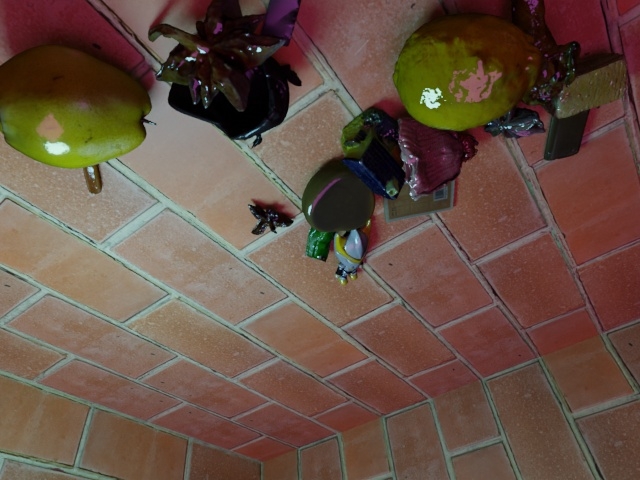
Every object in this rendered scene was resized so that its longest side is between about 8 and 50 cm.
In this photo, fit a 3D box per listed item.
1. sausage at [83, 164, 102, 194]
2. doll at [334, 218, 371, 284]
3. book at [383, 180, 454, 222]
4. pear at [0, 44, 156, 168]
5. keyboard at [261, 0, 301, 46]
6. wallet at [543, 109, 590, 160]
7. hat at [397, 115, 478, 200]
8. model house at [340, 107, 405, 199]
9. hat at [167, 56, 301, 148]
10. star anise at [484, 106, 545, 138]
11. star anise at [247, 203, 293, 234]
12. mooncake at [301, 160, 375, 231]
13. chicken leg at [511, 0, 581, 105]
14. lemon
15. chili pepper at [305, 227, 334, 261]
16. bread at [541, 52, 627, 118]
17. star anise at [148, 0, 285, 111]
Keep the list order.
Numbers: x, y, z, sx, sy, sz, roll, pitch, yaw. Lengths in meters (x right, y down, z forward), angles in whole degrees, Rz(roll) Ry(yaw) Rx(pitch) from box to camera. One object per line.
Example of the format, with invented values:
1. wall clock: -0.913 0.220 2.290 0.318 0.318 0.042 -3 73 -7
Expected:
1. sausage: -0.682 -0.193 1.334 0.041 0.039 0.131 -2 136 -16
2. doll: 0.110 0.048 1.638 0.145 0.103 0.316 -5 141 -8
3. book: 0.336 -0.148 1.528 0.241 0.018 0.170 -11 134 2
4. pear: -0.588 -0.318 1.068 0.336 0.285 0.285 -20 136 -8
5. keyboard: -0.085 -0.566 1.060 0.074 0.015 0.196 12 132 -13
6. wallet: 0.762 -0.341 1.383 0.110 0.031 0.198 -12 136 4
7. hat: 0.345 -0.261 1.317 0.286 0.107 0.237 -18 103 -25
8. model house: 0.169 -0.241 1.281 0.170 0.211 0.194 -31 130 24
9. hat: -0.206 -0.373 1.153 0.336 0.209 0.238 19 96 19
10. star anise: 0.538 -0.340 1.258 0.196 0.073 0.212 22 178 13
11. star anise: -0.168 -0.043 1.484 0.158 0.144 0.140 -9 143 1
12. mooncake: 0.056 -0.141 1.424 0.234 0.117 0.235 -8 124 -12
13. chicken leg: 0.533 -0.482 1.087 0.140 0.211 0.361 -41 137 -12
14. lemon: 0.341 -0.401 1.078 0.316 0.285 0.285 38 133 17
15. chili pepper: 0.001 -0.001 1.596 0.098 0.061 0.224 29 140 7
16. bread: 0.730 -0.432 1.238 0.196 0.102 0.138 -18 137 7
17. star anise: -0.248 -0.429 1.004 0.292 0.349 0.109 -35 160 3
